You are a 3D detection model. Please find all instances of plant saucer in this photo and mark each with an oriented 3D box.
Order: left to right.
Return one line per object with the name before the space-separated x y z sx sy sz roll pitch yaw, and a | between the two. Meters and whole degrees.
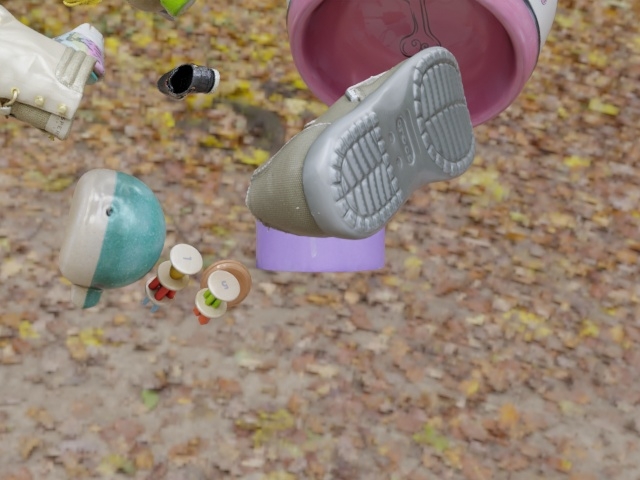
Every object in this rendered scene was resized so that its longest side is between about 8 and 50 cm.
plant saucer | -0.152 0.071 1.676 0.084 0.083 0.013 0 22 -16

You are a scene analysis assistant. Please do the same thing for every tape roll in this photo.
tape roll | 0.000 0.000 1.512 0.189 0.080 0.189 0 4 0

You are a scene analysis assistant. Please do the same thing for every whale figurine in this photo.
whale figurine | -0.310 0.004 1.548 0.141 0.272 0.216 13 69 -13

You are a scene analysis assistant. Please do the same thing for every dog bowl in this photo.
dog bowl | 0.133 -0.309 1.498 0.408 0.408 0.150 10 57 2

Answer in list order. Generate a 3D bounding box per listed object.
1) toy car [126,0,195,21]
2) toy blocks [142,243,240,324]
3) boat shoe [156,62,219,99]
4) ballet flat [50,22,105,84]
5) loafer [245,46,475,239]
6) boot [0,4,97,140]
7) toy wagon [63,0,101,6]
toy car | -0.219 -0.367 1.412 0.155 0.188 0.149 45 69 -2
toy blocks | -0.205 0.085 1.593 0.123 0.148 0.054 36 45 -7
boat shoe | -0.188 -0.217 1.407 0.042 0.048 0.133 7 0 -37
ballet flat | -0.337 -0.253 1.410 0.079 0.077 0.222 -51 29 -21
loafer | 0.031 -0.068 0.696 0.088 0.094 0.251 -7 14 31
boot | -0.391 -0.163 1.214 0.204 0.095 0.261 30 54 -16
toy wagon | -0.379 -0.533 1.609 0.267 0.344 0.068 -17 43 -34
